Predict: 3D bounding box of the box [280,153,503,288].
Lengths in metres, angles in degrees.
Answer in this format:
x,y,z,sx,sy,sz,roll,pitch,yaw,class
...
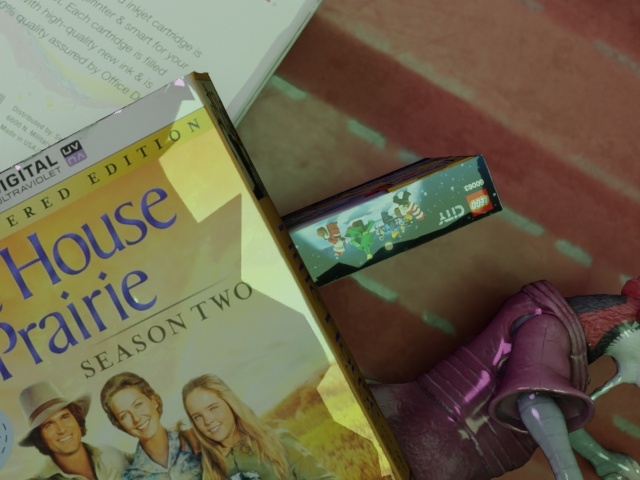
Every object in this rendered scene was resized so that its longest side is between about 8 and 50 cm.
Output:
x,y,z,sx,sy,sz,roll,pitch,yaw,class
0.000,0.000,0.813,0.233,0.159,0.044,-22,96,-6,box

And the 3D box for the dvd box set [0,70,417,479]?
x,y,z,sx,sy,sz,roll,pitch,yaw,class
-0.110,0.149,0.701,0.307,0.062,0.420,-26,94,6,dvd box set

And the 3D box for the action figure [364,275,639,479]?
x,y,z,sx,sy,sz,roll,pitch,yaw,class
0.111,0.133,0.856,0.370,0.248,0.276,-41,72,-3,action figure

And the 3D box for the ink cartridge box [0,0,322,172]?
x,y,z,sx,sy,sz,roll,pitch,yaw,class
-0.171,-0.119,0.791,0.226,0.131,0.306,36,88,-10,ink cartridge box
